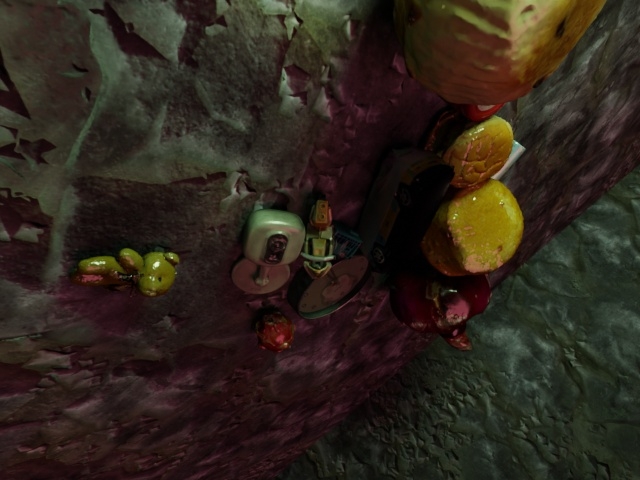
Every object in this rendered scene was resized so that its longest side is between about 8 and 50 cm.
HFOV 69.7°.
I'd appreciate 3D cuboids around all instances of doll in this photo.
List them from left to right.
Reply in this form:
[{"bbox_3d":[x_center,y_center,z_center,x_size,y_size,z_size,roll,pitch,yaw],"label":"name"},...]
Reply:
[{"bbox_3d":[-0.396,0.078,0.950,0.209,0.097,0.137,1,137,-41],"label":"doll"}]

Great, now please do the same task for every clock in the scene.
[{"bbox_3d":[0.039,0.137,1.520,0.318,0.066,0.319,-26,147,-19],"label":"clock"}]

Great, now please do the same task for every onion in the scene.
[{"bbox_3d":[0.479,0.253,1.796,0.398,0.398,0.421,-29,114,-17],"label":"onion"}]

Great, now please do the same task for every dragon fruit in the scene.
[{"bbox_3d":[-0.144,0.292,1.462,0.136,0.133,0.166,-25,149,-9],"label":"dragon fruit"}]

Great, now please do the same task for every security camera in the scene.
[{"bbox_3d":[-0.136,0.051,1.170,0.157,0.080,0.302,4,133,-20],"label":"security camera"}]

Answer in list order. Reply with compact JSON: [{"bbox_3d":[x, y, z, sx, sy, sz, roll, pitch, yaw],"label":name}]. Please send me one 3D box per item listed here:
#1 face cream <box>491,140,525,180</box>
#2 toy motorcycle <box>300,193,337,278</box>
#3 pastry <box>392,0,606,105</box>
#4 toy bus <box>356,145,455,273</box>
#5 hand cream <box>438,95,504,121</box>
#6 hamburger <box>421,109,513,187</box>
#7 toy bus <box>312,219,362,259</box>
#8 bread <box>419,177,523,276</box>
[{"bbox_3d":[0.609,-0.249,1.611,0.075,0.075,0.229,7,126,-51],"label":"face cream"},{"bbox_3d":[-0.001,0.000,1.177,0.093,0.130,0.229,6,105,0],"label":"toy motorcycle"},{"bbox_3d":[0.299,-0.432,0.806,0.388,0.313,0.389,-38,160,-17],"label":"pastry"},{"bbox_3d":[0.221,-0.094,1.310,0.171,0.162,0.387,-21,145,-32],"label":"toy bus"},{"bbox_3d":[0.391,-0.402,1.128,0.193,0.125,0.193,-30,150,-19],"label":"hand cream"},{"bbox_3d":[0.413,-0.262,1.297,0.244,0.163,0.244,-27,149,-18],"label":"hamburger"},{"bbox_3d":[0.050,-0.006,1.327,0.092,0.079,0.160,-49,146,13],"label":"toy bus"},{"bbox_3d":[0.494,-0.046,1.513,0.336,0.204,0.358,-32,108,-4],"label":"bread"}]
